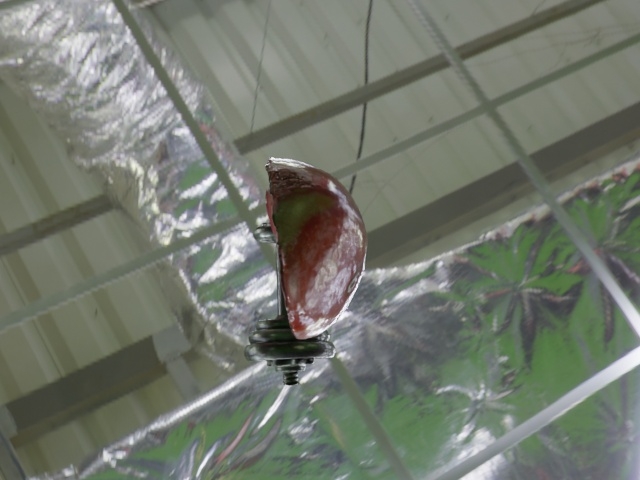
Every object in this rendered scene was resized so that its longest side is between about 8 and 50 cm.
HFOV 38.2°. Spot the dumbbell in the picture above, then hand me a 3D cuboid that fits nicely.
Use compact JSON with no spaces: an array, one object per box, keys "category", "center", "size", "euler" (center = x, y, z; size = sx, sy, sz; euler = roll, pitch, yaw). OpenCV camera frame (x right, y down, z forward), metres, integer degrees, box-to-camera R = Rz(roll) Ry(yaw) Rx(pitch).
[{"category":"dumbbell","center":[-0.042,0.048,1.122],"size":[0.110,0.110,0.254],"euler":[-1,-99,-14]}]

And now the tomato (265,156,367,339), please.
[{"category":"tomato","center":[0.000,0.000,0.977],"size":[0.099,0.173,0.189],"euler":[-11,-125,0]}]
